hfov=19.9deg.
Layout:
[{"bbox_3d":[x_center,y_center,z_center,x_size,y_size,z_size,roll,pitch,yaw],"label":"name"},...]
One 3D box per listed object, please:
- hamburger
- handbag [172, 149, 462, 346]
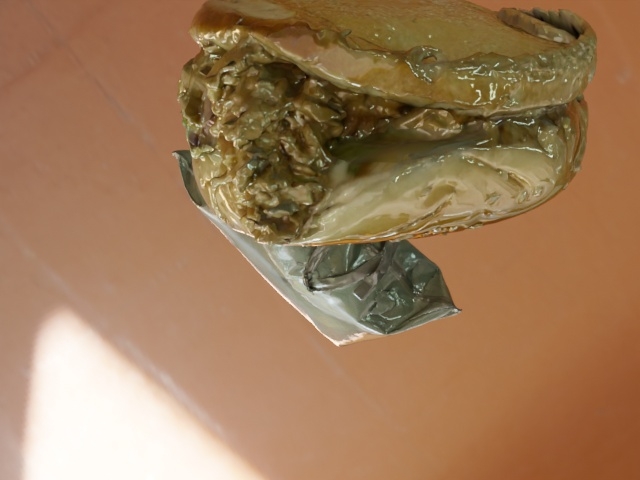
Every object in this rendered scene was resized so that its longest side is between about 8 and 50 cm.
[{"bbox_3d":[0.038,-0.078,1.081,0.286,0.243,0.146,-33,125,-63],"label":"hamburger"},{"bbox_3d":[0.000,0.000,1.643,0.270,0.182,0.117,47,57,-23],"label":"handbag"}]
